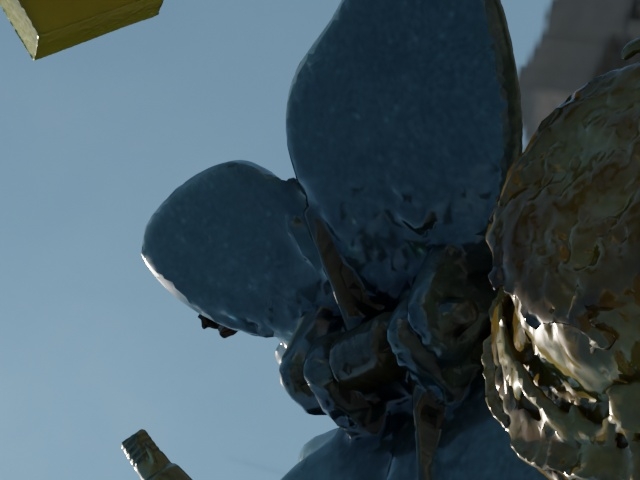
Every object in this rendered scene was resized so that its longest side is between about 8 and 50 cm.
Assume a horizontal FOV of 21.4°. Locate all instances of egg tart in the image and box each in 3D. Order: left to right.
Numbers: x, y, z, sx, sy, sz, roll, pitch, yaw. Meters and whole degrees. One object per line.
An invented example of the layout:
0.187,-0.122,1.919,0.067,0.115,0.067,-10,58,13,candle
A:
0.152,-0.004,0.712,0.106,0.241,0.241,37,-116,-28,egg tart

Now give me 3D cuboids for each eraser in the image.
-0.201,-0.213,1.382,0.122,0.097,0.045,-23,-17,-27,eraser

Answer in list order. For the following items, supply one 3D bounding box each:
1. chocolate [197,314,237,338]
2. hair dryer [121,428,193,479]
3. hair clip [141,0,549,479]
0.000,0.000,1.874,0.321,0.112,0.112,-18,-22,-37,chocolate
-0.023,0.301,1.276,0.119,0.298,0.296,-34,-33,-3,hair dryer
0.089,0.064,0.952,0.238,0.318,0.392,1,-112,-43,hair clip
